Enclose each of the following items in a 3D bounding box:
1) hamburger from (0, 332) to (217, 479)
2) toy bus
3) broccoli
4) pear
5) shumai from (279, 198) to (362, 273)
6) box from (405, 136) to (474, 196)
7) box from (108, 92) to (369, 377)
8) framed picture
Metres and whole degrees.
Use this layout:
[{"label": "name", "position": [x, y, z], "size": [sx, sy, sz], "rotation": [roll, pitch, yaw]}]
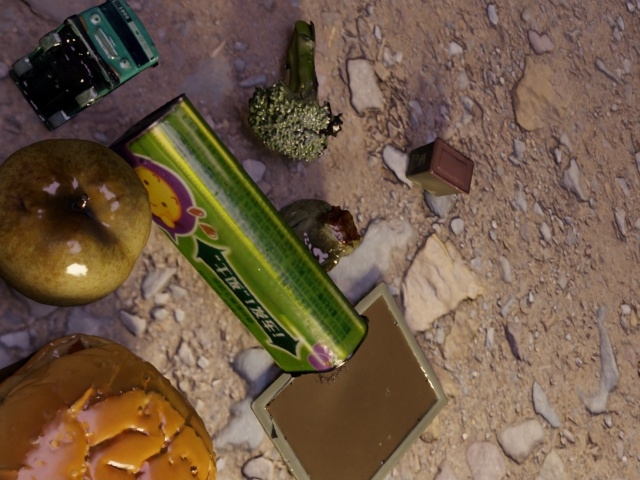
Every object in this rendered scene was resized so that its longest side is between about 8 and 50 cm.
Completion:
[{"label": "hamburger", "position": [-0.215, 0.210, 0.718], "size": [0.244, 0.163, 0.245], "rotation": [9, 75, -36]}, {"label": "toy bus", "position": [-0.235, -0.177, 0.767], "size": [0.092, 0.160, 0.079], "rotation": [-44, 109, -36]}, {"label": "broccoli", "position": [-0.028, -0.196, 0.982], "size": [0.122, 0.118, 0.204], "rotation": [20, 55, -23]}, {"label": "pear", "position": [-0.245, -0.020, 0.748], "size": [0.167, 0.136, 0.167], "rotation": [9, 65, -20]}, {"label": "shumai", "position": [0.001, 0.001, 0.970], "size": [0.099, 0.087, 0.124], "rotation": [34, 64, -31]}, {"label": "box", "position": [0.177, -0.104, 1.140], "size": [0.084, 0.063, 0.060], "rotation": [26, 65, -31]}, {"label": "box", "position": [-0.089, 0.004, 0.871], "size": [0.346, 0.134, 0.097], "rotation": [52, 54, -19]}, {"label": "framed picture", "position": [0.048, 0.215, 1.017], "size": [0.273, 0.016, 0.217], "rotation": [-38, 107, -35]}]
